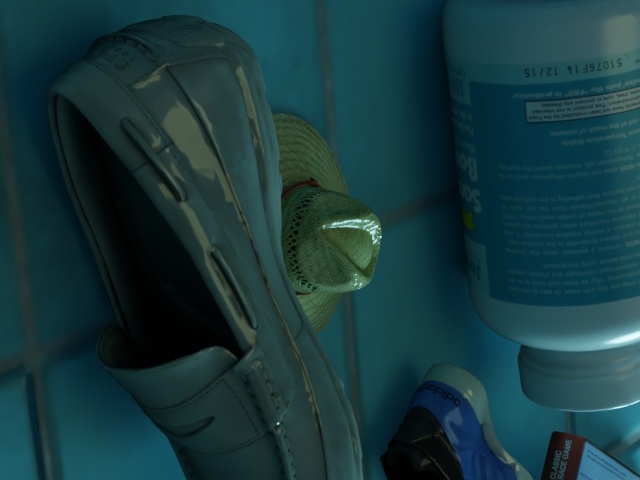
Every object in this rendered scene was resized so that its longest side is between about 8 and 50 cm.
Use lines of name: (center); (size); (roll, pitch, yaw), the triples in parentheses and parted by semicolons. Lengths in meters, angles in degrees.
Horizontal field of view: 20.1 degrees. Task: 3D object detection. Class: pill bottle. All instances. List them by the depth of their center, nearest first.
pill bottle: (0.159, -0.031, 1.130); (0.146, 0.146, 0.264); (-27, 116, -48)

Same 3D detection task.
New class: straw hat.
straw hat: (0.000, 0.000, 0.995); (0.144, 0.061, 0.144); (-12, 106, -51)

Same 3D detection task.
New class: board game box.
board game box: (0.194, 0.229, 1.268); (0.281, 0.027, 0.145); (36, 65, -62)

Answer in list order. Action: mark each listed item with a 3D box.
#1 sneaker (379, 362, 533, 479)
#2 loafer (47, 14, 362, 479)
sneaker: (0.085, 0.156, 1.134); (0.084, 0.058, 0.152); (-53, 137, -30)
loafer: (-0.061, 0.051, 0.892); (0.111, 0.112, 0.319); (-29, 110, -42)
